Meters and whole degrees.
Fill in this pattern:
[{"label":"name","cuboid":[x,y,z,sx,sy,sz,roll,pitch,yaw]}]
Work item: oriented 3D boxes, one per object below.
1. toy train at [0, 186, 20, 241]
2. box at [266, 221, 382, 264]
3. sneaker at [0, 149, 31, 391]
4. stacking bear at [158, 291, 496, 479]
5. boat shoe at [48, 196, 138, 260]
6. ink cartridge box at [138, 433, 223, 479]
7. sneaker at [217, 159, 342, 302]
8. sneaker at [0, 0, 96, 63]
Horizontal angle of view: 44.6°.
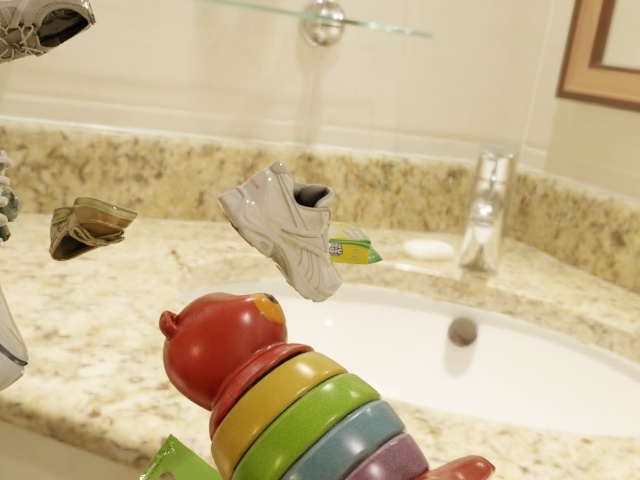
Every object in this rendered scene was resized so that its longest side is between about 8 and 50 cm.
[{"label":"toy train","cuboid":[-0.694,-0.119,1.497,0.142,0.333,0.190,-9,26,3]},{"label":"box","cuboid":[0.000,0.000,1.190,0.179,0.043,0.105,6,16,-14]},{"label":"sneaker","cuboid":[-0.235,-0.030,0.481,0.091,0.258,0.094,-33,-16,-10]},{"label":"stacking bear","cuboid":[-0.024,0.156,0.672,0.289,0.164,0.175,44,14,23]},{"label":"boat shoe","cuboid":[-0.213,-0.008,0.716,0.056,0.048,0.153,20,-15,-36]},{"label":"ink cartridge box","cuboid":[-0.160,0.429,1.167,0.255,0.097,0.188,41,51,-9]},{"label":"sneaker","cuboid":[-0.017,-0.009,0.951,0.090,0.115,0.232,52,3,41]},{"label":"sneaker","cuboid":[-0.521,-0.361,1.339,0.281,0.105,0.115,-31,48,-14]}]
